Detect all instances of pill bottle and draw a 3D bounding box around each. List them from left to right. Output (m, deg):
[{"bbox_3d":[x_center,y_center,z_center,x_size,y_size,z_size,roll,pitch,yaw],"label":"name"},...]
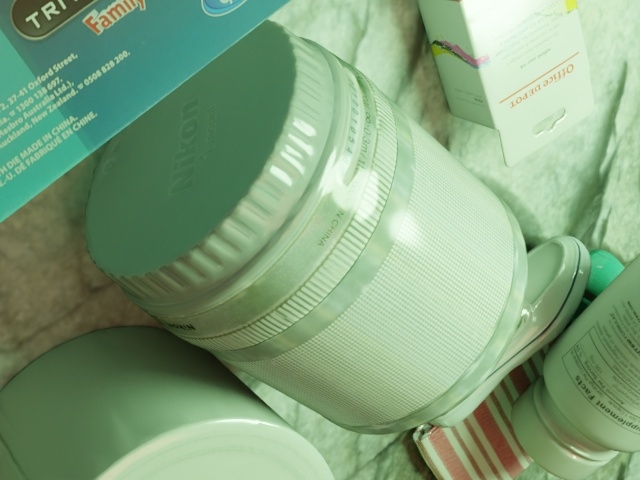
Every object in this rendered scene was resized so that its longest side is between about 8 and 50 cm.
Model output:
[{"bbox_3d":[0.282,0.119,0.960,0.131,0.131,0.229,5,135,-35],"label":"pill bottle"}]

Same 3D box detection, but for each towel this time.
[{"bbox_3d":[0.191,0.181,1.072,0.197,0.029,0.144,-39,125,-12],"label":"towel"}]

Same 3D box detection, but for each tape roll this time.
[{"bbox_3d":[-0.129,0.207,0.782,0.246,0.169,0.246,-13,116,-29],"label":"tape roll"}]

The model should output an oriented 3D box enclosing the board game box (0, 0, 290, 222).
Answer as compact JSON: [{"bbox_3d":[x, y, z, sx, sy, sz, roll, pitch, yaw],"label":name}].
[{"bbox_3d":[-0.151,-0.144,0.522,0.254,0.336,0.079,-40,125,-14],"label":"board game box"}]

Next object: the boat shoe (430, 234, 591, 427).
[{"bbox_3d":[0.164,0.076,0.974,0.226,0.083,0.076,-51,128,-5],"label":"boat shoe"}]

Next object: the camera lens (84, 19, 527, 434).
[{"bbox_3d":[0.000,0.000,0.751,0.274,0.219,0.219,36,87,-38],"label":"camera lens"}]

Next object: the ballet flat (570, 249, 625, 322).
[{"bbox_3d":[0.321,0.100,1.092,0.087,0.083,0.247,-53,130,-22],"label":"ballet flat"}]

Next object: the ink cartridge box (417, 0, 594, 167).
[{"bbox_3d":[0.156,-0.175,0.881,0.115,0.067,0.198,-32,121,-19],"label":"ink cartridge box"}]
